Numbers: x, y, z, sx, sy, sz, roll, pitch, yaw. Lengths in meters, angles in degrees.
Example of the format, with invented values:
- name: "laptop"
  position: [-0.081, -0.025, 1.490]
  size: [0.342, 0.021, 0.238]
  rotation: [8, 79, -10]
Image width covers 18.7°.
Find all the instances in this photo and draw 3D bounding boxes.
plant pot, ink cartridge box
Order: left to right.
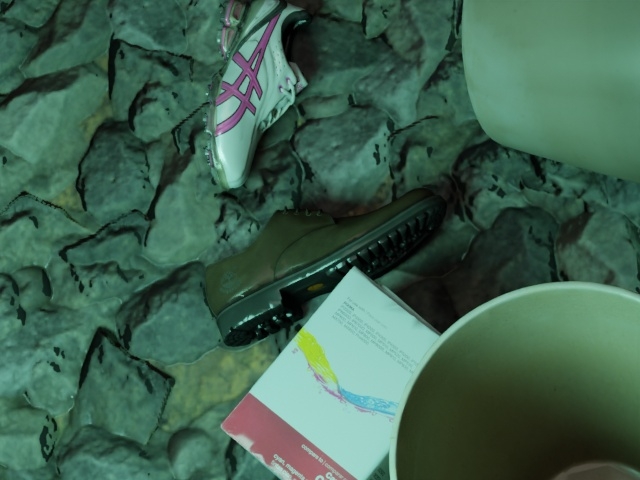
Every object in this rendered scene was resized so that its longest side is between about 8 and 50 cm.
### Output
- name: "ink cartridge box"
  position: [0.028, 0.136, 1.628]
  size: [0.127, 0.128, 0.176]
  rotation: [38, 84, 17]
- name: "plant pot"
  position: [0.205, 0.195, 1.500]
  size: [0.257, 0.274, 0.256]
  rotation: [-5, 69, 12]
- name: "plant pot"
  position: [0.279, -0.175, 1.606]
  size: [0.280, 0.323, 0.323]
  rotation: [2, 74, 26]

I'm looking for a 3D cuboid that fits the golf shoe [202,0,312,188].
- name: "golf shoe"
  position: [-0.057, -0.135, 1.752]
  size: [0.086, 0.067, 0.186]
  rotation: [6, 75, 10]

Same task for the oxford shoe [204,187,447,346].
- name: "oxford shoe"
  position: [0.000, 0.000, 1.698]
  size: [0.227, 0.083, 0.096]
  rotation: [-25, 67, 1]
